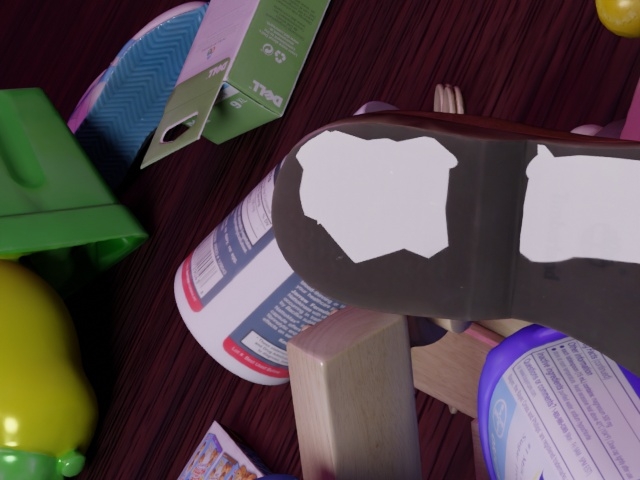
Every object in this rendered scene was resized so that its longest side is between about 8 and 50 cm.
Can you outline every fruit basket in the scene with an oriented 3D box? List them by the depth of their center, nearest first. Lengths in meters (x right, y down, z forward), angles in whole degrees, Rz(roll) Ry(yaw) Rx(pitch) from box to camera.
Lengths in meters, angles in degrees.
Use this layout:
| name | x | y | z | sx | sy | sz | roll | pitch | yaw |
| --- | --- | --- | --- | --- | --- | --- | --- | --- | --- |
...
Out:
| name | x | y | z | sx | sy | sz | roll | pitch | yaw |
| --- | --- | --- | --- | --- | --- | --- | --- | --- | --- |
| fruit basket | -0.320 | 0.067 | 1.548 | 0.283 | 0.392 | 0.392 | -32 | 34 | 45 |

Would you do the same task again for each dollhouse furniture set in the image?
| name | x | y | z | sx | sy | sz | roll | pitch | yaw |
| --- | --- | --- | --- | --- | --- | --- | --- | --- | --- |
| dollhouse furniture set | 0.023 | 0.060 | 0.898 | 0.151 | 0.144 | 0.123 | -29 | 37 | -32 |

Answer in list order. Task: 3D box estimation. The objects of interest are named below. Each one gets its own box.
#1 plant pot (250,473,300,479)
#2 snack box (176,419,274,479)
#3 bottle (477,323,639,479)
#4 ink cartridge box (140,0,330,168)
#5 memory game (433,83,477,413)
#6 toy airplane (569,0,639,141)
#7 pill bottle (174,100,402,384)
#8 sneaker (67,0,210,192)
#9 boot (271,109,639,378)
| name | x | y | z | sx | sy | sz | roll | pitch | yaw |
| --- | --- | --- | --- | --- | --- | --- | --- | --- | --- |
| plant pot | 0.001 | 0.250 | 0.763 | 0.236 | 0.212 | 0.236 | -52 | 25 | 13 |
| snack box | -0.053 | 0.172 | 1.196 | 0.064 | 0.022 | 0.178 | -58 | 24 | 2 |
| bottle | 0.140 | 0.136 | 0.750 | 0.092 | 0.118 | 0.283 | -17 | 29 | -3 |
| ink cartridge box | -0.065 | -0.145 | 1.558 | 0.109 | 0.062 | 0.209 | -18 | 45 | 56 |
| memory game | 0.073 | 0.004 | 1.042 | 0.186 | 0.012 | 0.186 | 178 | 90 | -87 |
| toy airplane | 0.206 | -0.168 | 0.874 | 0.386 | 0.272 | 0.384 | -30 | 74 | 33 |
| pill bottle | 0.000 | 0.000 | 1.199 | 0.180 | 0.108 | 0.108 | -44 | 27 | 28 |
| sneaker | -0.165 | -0.143 | 1.724 | 0.228 | 0.087 | 0.092 | -43 | 25 | 26 |
| boot | 0.141 | -0.001 | 0.781 | 0.115 | 0.305 | 0.112 | -37 | -40 | -67 |
